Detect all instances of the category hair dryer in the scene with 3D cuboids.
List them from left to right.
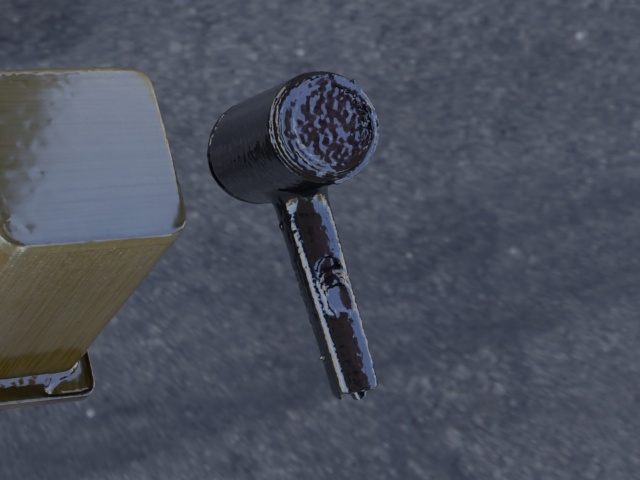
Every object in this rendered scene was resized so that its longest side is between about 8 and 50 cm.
[{"bbox_3d":[0.000,0.000,1.276,0.089,0.197,0.251,-17,91,-18],"label":"hair dryer"}]

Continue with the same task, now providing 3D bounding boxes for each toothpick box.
[{"bbox_3d":[-0.241,0.001,1.327,0.187,0.308,0.190,-3,67,-29],"label":"toothpick box"}]
